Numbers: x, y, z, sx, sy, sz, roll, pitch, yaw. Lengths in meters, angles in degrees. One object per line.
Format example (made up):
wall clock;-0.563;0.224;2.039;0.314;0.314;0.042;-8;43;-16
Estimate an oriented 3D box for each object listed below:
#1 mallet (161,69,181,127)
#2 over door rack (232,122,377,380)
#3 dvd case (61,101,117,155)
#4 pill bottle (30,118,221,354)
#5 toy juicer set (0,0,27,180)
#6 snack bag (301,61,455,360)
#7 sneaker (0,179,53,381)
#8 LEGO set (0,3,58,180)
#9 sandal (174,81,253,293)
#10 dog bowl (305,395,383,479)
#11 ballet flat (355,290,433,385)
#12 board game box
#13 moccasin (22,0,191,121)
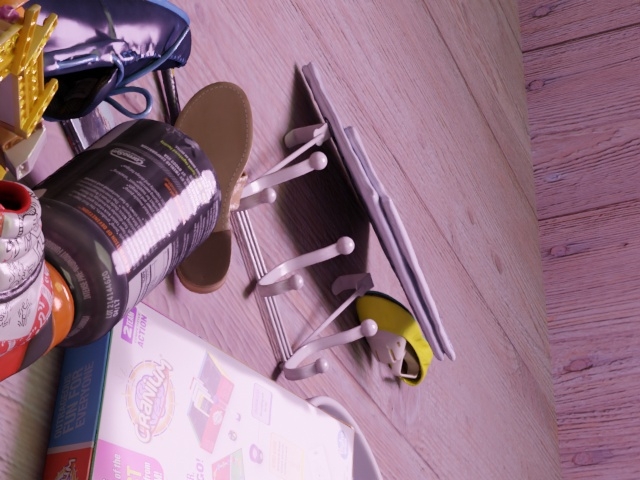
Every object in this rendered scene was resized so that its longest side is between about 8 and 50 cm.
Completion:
mallet;-0.168;-0.211;1.670;0.062;0.039;0.190;-54;134;-69
over door rack;0.000;0.000;1.908;0.324;0.108;0.240;-54;130;-66
dvd case;-0.212;-0.089;1.486;0.087;0.013;0.119;-69;144;-59
pill bottle;-0.191;0.002;1.270;0.246;0.130;0.130;-47;124;-53
toy juicer set;-0.303;-0.063;1.097;0.209;0.089;0.329;39;66;-71
snack bag;0.080;-0.042;2.101;0.342;0.037;0.323;-114;178;-51
sneaker;-0.266;0.057;1.019;0.270;0.090;0.145;-50;148;-56
LEGO set;-0.241;-0.107;0.969;0.287;0.107;0.132;-54;168;-81
sandal;-0.125;-0.049;1.661;0.079;0.088;0.240;114;-19;-66
dog bowl;-0.009;0.306;1.649;0.265;0.104;0.265;-18;90;-72
ballet flat;0.107;0.147;2.194;0.231;0.077;0.077;50;47;-58
board game box;-0.099;0.216;1.374;0.316;0.064;0.242;35;42;-34
moccasin;-0.232;-0.157;1.333;0.342;0.137;0.117;-4;86;-57
